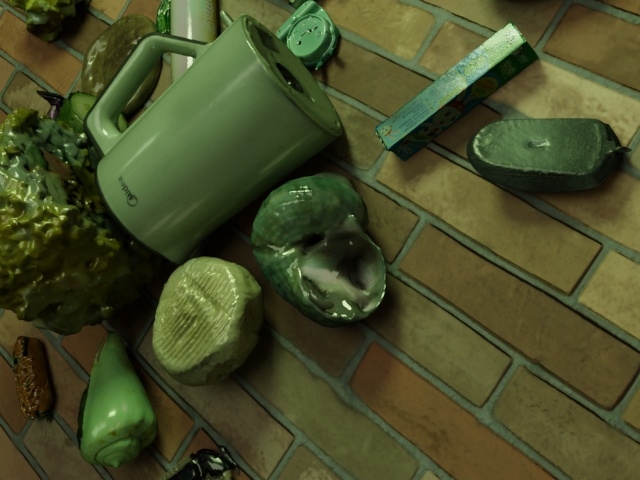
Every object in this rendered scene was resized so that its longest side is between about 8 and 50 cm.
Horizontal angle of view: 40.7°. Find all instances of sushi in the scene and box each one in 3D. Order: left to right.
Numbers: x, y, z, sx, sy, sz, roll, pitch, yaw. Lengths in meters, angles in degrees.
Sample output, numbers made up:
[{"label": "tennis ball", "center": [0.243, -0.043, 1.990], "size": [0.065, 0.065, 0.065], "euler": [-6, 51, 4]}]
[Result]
[{"label": "sushi", "center": [-0.460, -0.024, 1.518], "size": [0.240, 0.396, 0.351], "euler": [-37, 66, 12]}]

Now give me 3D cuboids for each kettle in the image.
[{"label": "kettle", "center": [-0.211, -0.204, 1.472], "size": [0.376, 0.250, 0.361], "euler": [-39, 80, 17]}]

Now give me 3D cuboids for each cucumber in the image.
[{"label": "cucumber", "center": [-0.500, -0.174, 1.750], "size": [0.244, 0.134, 0.134], "euler": [-48, 54, 25]}]

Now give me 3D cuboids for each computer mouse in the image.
[{"label": "computer mouse", "center": [0.325, -0.121, 1.236], "size": [0.229, 0.068, 0.113], "euler": [6, 65, 24]}]

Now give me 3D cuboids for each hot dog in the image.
[{"label": "hot dog", "center": [-0.570, 0.271, 1.695], "size": [0.072, 0.055, 0.188], "euler": [-34, 58, 18]}]

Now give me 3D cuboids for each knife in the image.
[{"label": "knife", "center": [-0.287, 0.461, 1.457], "size": [0.365, 0.043, 0.089], "euler": [-38, 57, 18]}]

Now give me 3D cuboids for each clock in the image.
[{"label": "clock", "center": [-0.014, -0.358, 1.546], "size": [0.101, 0.041, 0.135], "euler": [-44, 56, 14]}]

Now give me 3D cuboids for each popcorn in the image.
[{"label": "popcorn", "center": [-0.609, -0.545, 1.929], "size": [0.198, 0.198, 0.213], "euler": [22, 113, 36]}]

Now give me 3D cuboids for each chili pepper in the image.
[{"label": "chili pepper", "center": [-0.315, -0.462, 1.784], "size": [0.055, 0.035, 0.118], "euler": [6, 68, 21]}]

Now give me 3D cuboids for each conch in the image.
[{"label": "conch", "center": [-0.375, 0.296, 1.523], "size": [0.137, 0.143, 0.250], "euler": [-19, 40, -19]}, {"label": "conch", "center": [0.000, 0.000, 1.352], "size": [0.220, 0.195, 0.277], "euler": [1, 51, 13]}]

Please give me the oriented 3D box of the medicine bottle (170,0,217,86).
[{"label": "medicine bottle", "center": [-0.246, -0.437, 1.691], "size": [0.108, 0.108, 0.426], "euler": [-17, 64, 28]}]

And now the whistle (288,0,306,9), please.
[{"label": "whistle", "center": [0.019, -0.521, 1.563], "size": [0.236, 0.077, 0.114], "euler": [-57, 24, 11]}]

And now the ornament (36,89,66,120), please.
[{"label": "ornament", "center": [-0.585, -0.210, 1.848], "size": [0.088, 0.081, 0.203], "euler": [11, 83, 36]}]

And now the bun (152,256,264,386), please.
[{"label": "bun", "center": [-0.182, 0.139, 1.438], "size": [0.220, 0.134, 0.220], "euler": [-16, 64, 35]}]

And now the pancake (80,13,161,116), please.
[{"label": "pancake", "center": [-0.430, -0.367, 1.815], "size": [0.242, 0.050, 0.242], "euler": [-12, 68, 30]}]

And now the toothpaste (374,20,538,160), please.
[{"label": "toothpaste", "center": [0.208, -0.229, 1.345], "size": [0.266, 0.065, 0.050], "euler": [-37, 58, 17]}]
